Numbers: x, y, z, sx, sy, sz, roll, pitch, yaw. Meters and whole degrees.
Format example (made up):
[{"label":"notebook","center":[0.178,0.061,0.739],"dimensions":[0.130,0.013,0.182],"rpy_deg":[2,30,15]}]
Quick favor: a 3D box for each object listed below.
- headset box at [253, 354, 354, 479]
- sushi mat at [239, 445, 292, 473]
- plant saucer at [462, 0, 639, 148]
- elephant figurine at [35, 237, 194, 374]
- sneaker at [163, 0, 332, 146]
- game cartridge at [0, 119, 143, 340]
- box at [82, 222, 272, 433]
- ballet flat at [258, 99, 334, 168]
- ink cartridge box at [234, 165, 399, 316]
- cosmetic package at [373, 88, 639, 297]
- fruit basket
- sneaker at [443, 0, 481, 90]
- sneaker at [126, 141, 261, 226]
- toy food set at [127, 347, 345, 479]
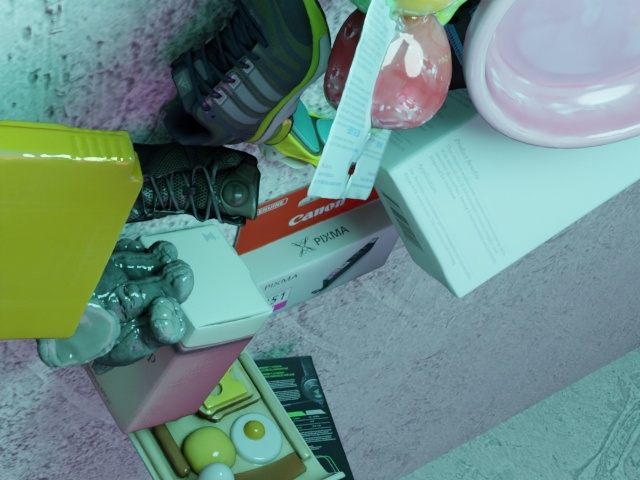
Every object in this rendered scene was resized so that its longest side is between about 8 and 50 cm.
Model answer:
[{"label":"headset box","center":[-0.078,0.360,2.078],"dimensions":[0.131,0.283,0.246],"rpy_deg":[-2,143,-28]},{"label":"sushi mat","center":[-0.166,0.290,1.841],"dimensions":[0.151,0.317,0.019],"rpy_deg":[-24,112,-29]},{"label":"plant saucer","center":[0.301,-0.230,1.271],"dimensions":[0.332,0.084,0.332],"rpy_deg":[-9,144,-6]},{"label":"elephant figurine","center":[-0.274,0.051,1.357],"dimensions":[0.239,0.185,0.169],"rpy_deg":[13,171,-44]},{"label":"sneaker","center":[-0.075,-0.168,1.188],"dimensions":[0.121,0.111,0.300],"rpy_deg":[-19,159,-22]},{"label":"game cartridge","center":[-0.346,-0.004,1.112],"dimensions":[0.324,0.052,0.285],"rpy_deg":[1,142,-30]},{"label":"box","center":[-0.190,0.111,1.560],"dimensions":[0.127,0.148,0.232],"rpy_deg":[-11,148,-44]},{"label":"ballet flat","center":[-0.028,-0.117,1.432],"dimensions":[0.077,0.077,0.231],"rpy_deg":[-24,164,20]},{"label":"ink cartridge box","center":[0.000,0.000,1.727],"dimensions":[0.275,0.060,0.239],"rpy_deg":[-23,157,-27]},{"label":"cosmetic package","center":[0.261,-0.130,1.580],"dimensions":[0.385,0.156,0.217],"rpy_deg":[-32,117,-6]},{"label":"fruit basket","center":[0.061,-0.207,1.060],"dimensions":[0.327,0.166,0.353],"rpy_deg":[-12,125,-80]},{"label":"sneaker","center":[0.171,-0.266,1.333],"dimensions":[0.140,0.125,0.340],"rpy_deg":[-22,154,-25]},{"label":"sneaker","center":[-0.149,-0.056,1.283],"dimensions":[0.228,0.130,0.087],"rpy_deg":[-13,109,-45]},{"label":"toy food set","center":[-0.137,0.242,1.684],"dimensions":[0.220,0.306,0.092],"rpy_deg":[-20,152,-29]}]
